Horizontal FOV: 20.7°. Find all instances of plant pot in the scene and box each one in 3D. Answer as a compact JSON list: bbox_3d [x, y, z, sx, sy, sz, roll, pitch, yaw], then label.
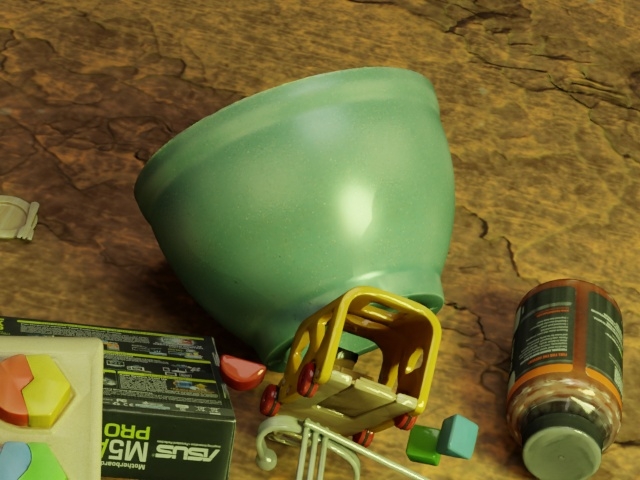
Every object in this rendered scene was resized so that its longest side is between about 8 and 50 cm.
[{"bbox_3d":[0.000,0.000,1.590,0.293,0.293,0.196,-11,71,-29],"label":"plant pot"}]

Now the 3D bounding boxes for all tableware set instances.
[{"bbox_3d":[-0.360,-0.022,1.680,0.169,0.020,0.141,21,38,8],"label":"tableware set"}]

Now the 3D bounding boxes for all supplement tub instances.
[{"bbox_3d":[0.223,0.130,1.603,0.106,0.106,0.198,14,37,0],"label":"supplement tub"}]

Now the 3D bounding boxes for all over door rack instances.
[{"bbox_3d":[0.085,0.286,1.371,0.324,0.108,0.239,18,37,-8],"label":"over door rack"}]

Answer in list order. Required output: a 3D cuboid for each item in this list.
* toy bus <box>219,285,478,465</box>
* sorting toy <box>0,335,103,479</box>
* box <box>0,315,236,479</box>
[{"bbox_3d":[0.023,0.102,1.442,0.202,0.191,0.104,5,68,28],"label":"toy bus"},{"bbox_3d":[-0.255,0.141,1.266,0.193,0.038,0.208,1,46,-7],"label":"sorting toy"},{"bbox_3d":[-0.213,0.125,1.443,0.270,0.060,0.216,6,13,-11],"label":"box"}]
